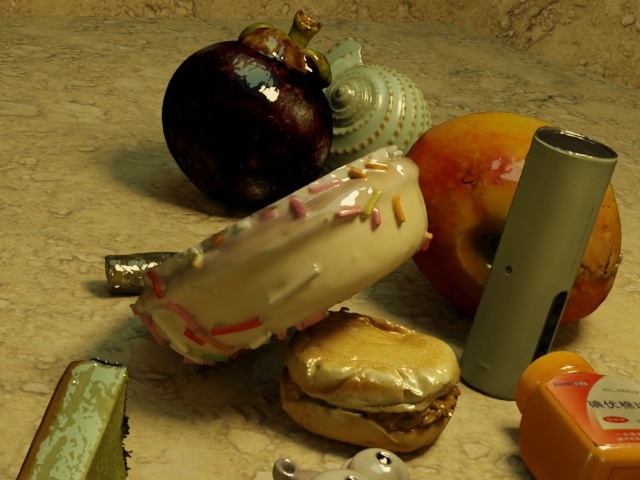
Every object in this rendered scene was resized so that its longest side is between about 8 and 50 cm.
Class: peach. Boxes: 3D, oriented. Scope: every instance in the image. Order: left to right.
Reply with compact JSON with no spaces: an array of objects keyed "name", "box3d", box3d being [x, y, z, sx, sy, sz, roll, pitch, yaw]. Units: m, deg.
[{"name":"peach","box3d":[0.277,-0.034,1.673,0.372,0.290,0.372,11,17,-4]}]

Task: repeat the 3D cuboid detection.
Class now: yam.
[{"name":"yam","box3d":[-0.176,0.042,1.582,0.252,0.061,0.061,-2,24,-28]}]

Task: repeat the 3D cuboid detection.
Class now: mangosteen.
[{"name":"mangosteen","box3d":[-0.112,-0.205,1.913,0.297,0.297,0.313,15,39,10]}]

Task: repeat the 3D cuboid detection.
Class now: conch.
[{"name":"conch","box3d":[0.066,-0.197,2.090,0.215,0.319,0.303,-32,55,-15]}]

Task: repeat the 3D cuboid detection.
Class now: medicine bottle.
[{"name":"medicine bottle","box3d":[0.307,0.219,1.281,0.149,0.112,0.222,4,22,-17]}]

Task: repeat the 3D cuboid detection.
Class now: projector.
[{"name":"projector","box3d":[0.266,0.032,1.435,0.108,0.337,0.108,13,22,-5]}]

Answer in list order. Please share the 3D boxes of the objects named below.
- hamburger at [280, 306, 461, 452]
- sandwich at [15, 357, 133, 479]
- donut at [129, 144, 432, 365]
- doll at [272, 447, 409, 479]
[{"name":"hamburger","box3d":[0.059,0.158,1.323,0.213,0.108,0.214,11,20,-4]},{"name":"sandwich","box3d":[-0.224,0.239,0.974,0.063,0.245,0.212,16,56,2]},{"name":"donut","box3d":[-0.037,0.023,1.363,0.382,0.142,0.382,-28,1,1]},{"name":"doll","box3d":[0.114,0.280,1.054,0.365,0.094,0.160,20,28,19]}]
